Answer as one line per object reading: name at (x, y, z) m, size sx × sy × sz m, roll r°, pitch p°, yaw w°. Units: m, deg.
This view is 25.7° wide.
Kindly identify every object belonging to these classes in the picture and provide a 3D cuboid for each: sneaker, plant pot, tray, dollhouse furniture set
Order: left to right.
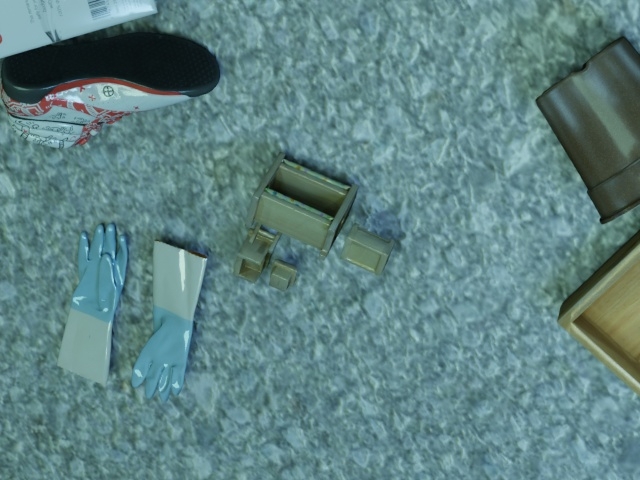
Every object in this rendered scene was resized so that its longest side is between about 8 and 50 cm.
sneaker at (-0.268, -0.186, 1.784) m, size 0.270 × 0.090 × 0.145 m, roll -4°, pitch 155°, yaw -13°
dollhouse furniture set at (0.000, 0.000, 1.791) m, size 0.182 × 0.101 × 0.161 m, roll 24°, pitch 138°, yaw 5°
plant pot at (0.342, -0.132, 1.604) m, size 0.167 × 0.167 × 0.165 m, roll -36°, pitch 90°, yaw 23°
tray at (0.497, 0.017, 1.657) m, size 0.203 × 0.076 × 0.411 m, roll 42°, pitch 113°, yaw -2°

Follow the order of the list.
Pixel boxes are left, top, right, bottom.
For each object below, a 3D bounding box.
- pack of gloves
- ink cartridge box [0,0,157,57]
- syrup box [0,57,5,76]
pack of gloves at (-0.250, 0.095, 1.908) m, size 0.195 × 0.046 × 0.232 m, roll 20°, pitch 110°, yaw 20°
ink cartridge box at (-0.326, -0.325, 1.686) m, size 0.219 × 0.092 × 0.160 m, roll -17°, pitch 111°, yaw -10°
syrup box at (-0.445, -0.322, 1.774) m, size 0.096 × 0.093 × 0.237 m, roll 9°, pitch 111°, yaw 11°
